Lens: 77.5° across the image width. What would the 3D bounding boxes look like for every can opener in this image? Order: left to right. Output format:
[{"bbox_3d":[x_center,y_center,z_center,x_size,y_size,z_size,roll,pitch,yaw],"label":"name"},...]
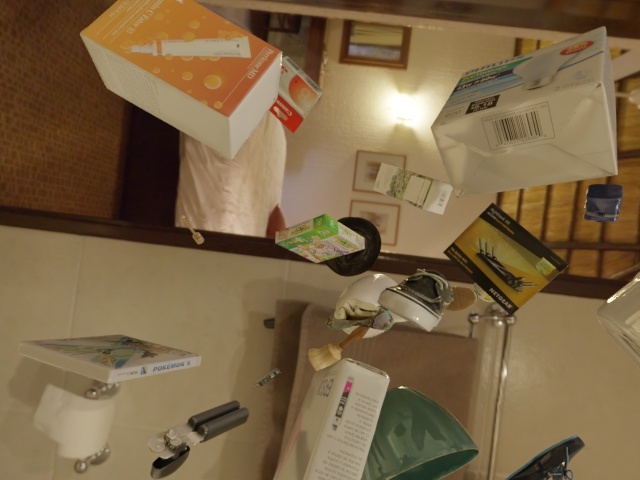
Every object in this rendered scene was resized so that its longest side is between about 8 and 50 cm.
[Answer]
[{"bbox_3d":[-0.294,0.468,0.972,0.281,0.074,0.093,-2,111,-57],"label":"can opener"}]

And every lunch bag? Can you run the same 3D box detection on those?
[{"bbox_3d":[0.629,-0.079,0.888,0.098,0.067,0.065,-41,128,-42],"label":"lunch bag"}]

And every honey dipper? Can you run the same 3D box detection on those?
[{"bbox_3d":[-0.492,-0.045,1.515,0.161,0.031,0.030,44,-32,31],"label":"honey dipper"}]

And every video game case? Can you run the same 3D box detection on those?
[{"bbox_3d":[-0.540,0.300,1.053,0.300,0.330,0.036,22,76,-65],"label":"video game case"}]

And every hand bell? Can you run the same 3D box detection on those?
[{"bbox_3d":[0.083,0.378,1.450,0.242,0.126,0.126,-42,-170,14],"label":"hand bell"}]

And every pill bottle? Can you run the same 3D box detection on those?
[{"bbox_3d":[0.776,0.171,1.757,0.208,0.118,0.117,108,-7,-48],"label":"pill bottle"}]

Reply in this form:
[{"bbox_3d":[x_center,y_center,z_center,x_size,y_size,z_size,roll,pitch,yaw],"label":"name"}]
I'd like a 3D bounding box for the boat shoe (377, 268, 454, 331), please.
[{"bbox_3d":[0.215,0.114,0.854,0.119,0.121,0.335,-62,157,3],"label":"boat shoe"}]

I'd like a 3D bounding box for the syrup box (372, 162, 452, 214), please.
[{"bbox_3d":[0.275,-0.162,1.221,0.237,0.097,0.093,35,-70,53],"label":"syrup box"}]

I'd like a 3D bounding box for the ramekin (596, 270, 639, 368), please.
[{"bbox_3d":[0.714,0.206,0.813,0.135,0.277,0.277,-40,-171,12],"label":"ramekin"}]

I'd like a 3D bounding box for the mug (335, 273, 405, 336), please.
[{"bbox_3d":[0.263,0.320,1.871,0.328,0.375,0.275,-13,102,-62],"label":"mug"}]

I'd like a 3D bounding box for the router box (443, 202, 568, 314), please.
[{"bbox_3d":[0.624,0.060,1.367,0.242,0.309,0.081,-51,158,17],"label":"router box"}]

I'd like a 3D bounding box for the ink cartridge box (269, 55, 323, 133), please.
[{"bbox_3d":[-0.096,-0.418,1.169,0.179,0.145,0.045,-44,-176,41],"label":"ink cartridge box"}]

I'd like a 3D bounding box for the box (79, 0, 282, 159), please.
[{"bbox_3d":[-0.291,-0.380,0.893,0.214,0.346,0.168,-60,180,-21],"label":"box"}]

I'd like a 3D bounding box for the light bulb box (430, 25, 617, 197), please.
[{"bbox_3d":[0.527,-0.317,1.015,0.225,0.358,0.361,60,45,-28],"label":"light bulb box"}]

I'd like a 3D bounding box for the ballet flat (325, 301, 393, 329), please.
[{"bbox_3d":[0.051,0.107,0.583,0.041,0.115,0.041,12,75,-51],"label":"ballet flat"}]

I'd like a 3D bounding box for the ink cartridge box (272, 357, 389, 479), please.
[{"bbox_3d":[-0.024,0.337,0.542,0.324,0.072,0.329,111,3,-67],"label":"ink cartridge box"}]

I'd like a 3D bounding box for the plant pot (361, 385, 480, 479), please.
[{"bbox_3d":[0.215,0.489,1.004,0.290,0.291,0.195,95,-20,-45],"label":"plant pot"}]

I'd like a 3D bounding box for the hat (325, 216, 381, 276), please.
[{"bbox_3d":[0.165,0.044,2.063,0.134,0.332,0.330,-86,-178,-80],"label":"hat"}]

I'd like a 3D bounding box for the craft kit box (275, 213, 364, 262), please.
[{"bbox_3d":[0.000,0.000,1.538,0.250,0.247,0.060,28,51,-43],"label":"craft kit box"}]

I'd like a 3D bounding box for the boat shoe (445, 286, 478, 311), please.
[{"bbox_3d":[0.520,0.241,1.625,0.285,0.093,0.102,-32,-105,49],"label":"boat shoe"}]

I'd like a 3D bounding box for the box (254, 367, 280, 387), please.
[{"bbox_3d":[-0.184,0.478,1.385,0.018,0.083,0.067,56,-30,8],"label":"box"}]

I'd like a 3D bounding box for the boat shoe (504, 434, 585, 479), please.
[{"bbox_3d":[0.638,0.649,1.115,0.109,0.258,0.089,36,13,-46],"label":"boat shoe"}]
